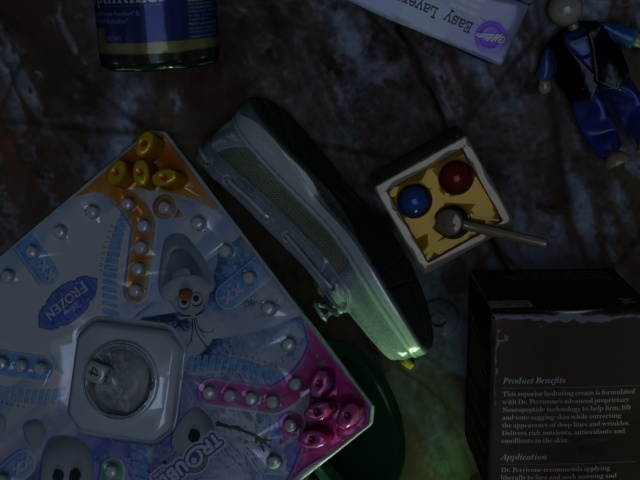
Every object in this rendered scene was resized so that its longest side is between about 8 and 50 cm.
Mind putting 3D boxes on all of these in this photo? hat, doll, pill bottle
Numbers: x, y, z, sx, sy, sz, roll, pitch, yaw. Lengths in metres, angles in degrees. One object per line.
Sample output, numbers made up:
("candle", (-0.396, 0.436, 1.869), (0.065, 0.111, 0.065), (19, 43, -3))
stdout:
("hat", (-0.033, 0.211, 1.381), (0.183, 0.173, 0.208), (-25, 83, 37))
("doll", (0.293, -0.176, 1.304), (0.129, 0.046, 0.189), (-27, 96, 14))
("pill bottle", (-0.167, -0.282, 1.225), (0.123, 0.123, 0.219), (-4, 103, -1))

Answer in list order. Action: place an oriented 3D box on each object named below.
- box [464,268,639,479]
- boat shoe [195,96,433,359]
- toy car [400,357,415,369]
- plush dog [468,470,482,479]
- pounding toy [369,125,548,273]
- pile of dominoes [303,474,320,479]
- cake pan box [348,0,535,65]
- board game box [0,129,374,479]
("box", (0.248, 0.148, 1.317), (0.168, 0.167, 0.203), (0, 103, -1))
("boat shoe", (-0.002, -0.001, 1.292), (0.103, 0.118, 0.320), (-40, 88, 21))
("toy car", (0.086, 0.083, 1.361), (0.060, 0.040, 0.122), (-36, 101, 6))
("plush dog", (0.231, 0.350, 1.363), (0.210, 0.262, 0.225), (-27, 93, 42))
("pounding toy", (0.144, -0.033, 1.305), (0.130, 0.100, 0.141), (-30, 102, 5))
("pile of dominoes", (-0.028, 0.363, 1.438), (0.251, 0.040, 0.196), (38, 99, -18))
("cake pan box", (0.120, -0.334, 1.252), (0.267, 0.070, 0.246), (23, 103, -7))
("board game box", (-0.208, 0.146, 1.285), (0.390, 0.050, 0.390), (-39, 78, 7))
